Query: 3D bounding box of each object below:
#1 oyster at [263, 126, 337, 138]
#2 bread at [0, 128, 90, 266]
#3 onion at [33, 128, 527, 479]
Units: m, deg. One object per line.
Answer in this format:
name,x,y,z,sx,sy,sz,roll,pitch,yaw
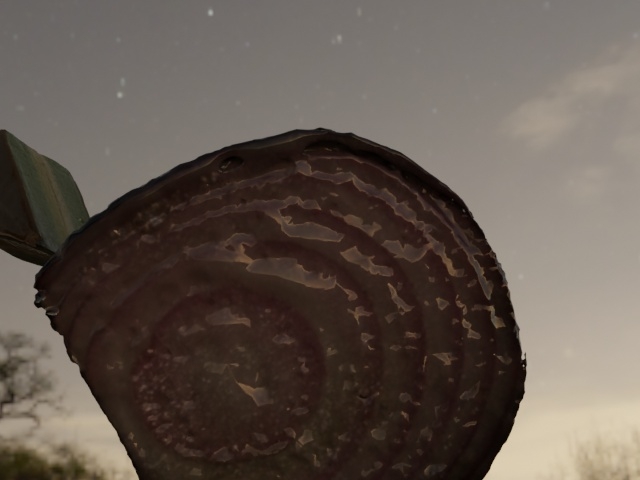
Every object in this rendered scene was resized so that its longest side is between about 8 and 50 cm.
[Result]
oyster,0.000,0.000,1.100,0.083,0.223,0.214,-21,-35,-46
bread,-0.199,-0.026,0.854,0.139,0.084,0.074,12,-18,48
onion,-0.011,0.062,0.707,0.247,0.250,0.111,-30,-6,-2
